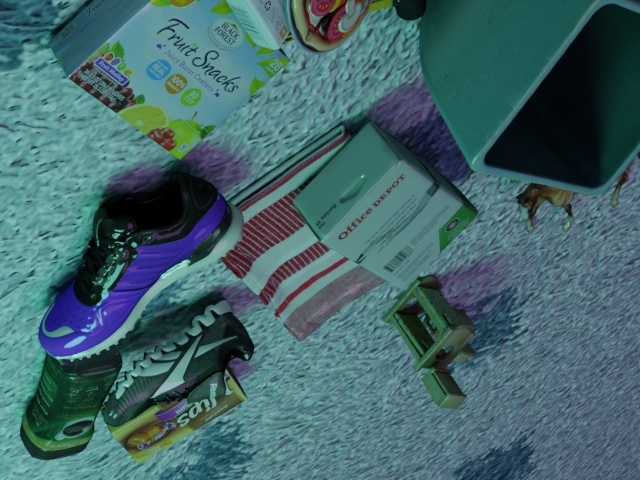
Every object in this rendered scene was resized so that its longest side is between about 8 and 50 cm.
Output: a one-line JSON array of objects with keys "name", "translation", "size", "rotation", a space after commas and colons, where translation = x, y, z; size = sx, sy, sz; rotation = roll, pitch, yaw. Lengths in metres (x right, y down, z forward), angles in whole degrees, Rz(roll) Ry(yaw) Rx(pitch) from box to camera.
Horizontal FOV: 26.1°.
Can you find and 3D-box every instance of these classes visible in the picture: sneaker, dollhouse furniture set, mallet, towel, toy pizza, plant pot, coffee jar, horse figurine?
[{"name": "sneaker", "translation": [-0.245, 0.017, 1.671], "size": [0.293, 0.102, 0.146], "rotation": [-39, 140, 1]}, {"name": "dollhouse furniture set", "translation": [0.217, 0.158, 2.099], "size": [0.161, 0.182, 0.101], "rotation": [12, 125, -44]}, {"name": "mallet", "translation": [0.036, -0.269, 1.594], "size": [0.190, 0.039, 0.062], "rotation": [-16, 143, -15]}, {"name": "towel", "translation": [0.000, 0.000, 1.878], "size": [0.237, 0.037, 0.329], "rotation": [-35, 144, 2]}, {"name": "toy pizza", "translation": [0.029, -0.292, 1.479], "size": [0.201, 0.032, 0.201], "rotation": [-44, 147, -40]}, {"name": "plant pot", "translation": [0.260, -0.238, 1.608], "size": [0.248, 0.252, 0.247], "rotation": [8, 129, -42]}, {"name": "coffee jar", "translation": [-0.334, 0.210, 1.836], "size": [0.096, 0.079, 0.184], "rotation": [-8, 137, -40]}, {"name": "sneaker", "translation": [-0.181, 0.181, 1.836], "size": [0.234, 0.106, 0.078], "rotation": [-40, 164, -23]}, {"name": "horse figurine", "translation": [0.398, -0.089, 2.047], "size": [0.263, 0.066, 0.174], "rotation": [-26, 150, -6]}]

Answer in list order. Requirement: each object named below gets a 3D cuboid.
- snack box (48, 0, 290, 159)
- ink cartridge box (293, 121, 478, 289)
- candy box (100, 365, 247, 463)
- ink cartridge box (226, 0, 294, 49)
[{"name": "snack box", "translation": [-0.159, -0.204, 1.490], "size": [0.174, 0.070, 0.207], "rotation": [-40, 145, 8]}, {"name": "ink cartridge box", "translation": [0.086, -0.042, 1.801], "size": [0.153, 0.087, 0.208], "rotation": [-45, 142, 11]}, {"name": "candy box", "translation": [-0.208, 0.234, 1.982], "size": [0.187, 0.053, 0.109], "rotation": [-29, 144, -3]}, {"name": "ink cartridge box", "translation": [-0.043, -0.336, 1.413], "size": [0.208, 0.045, 0.206], "rotation": [-59, 147, -15]}]
